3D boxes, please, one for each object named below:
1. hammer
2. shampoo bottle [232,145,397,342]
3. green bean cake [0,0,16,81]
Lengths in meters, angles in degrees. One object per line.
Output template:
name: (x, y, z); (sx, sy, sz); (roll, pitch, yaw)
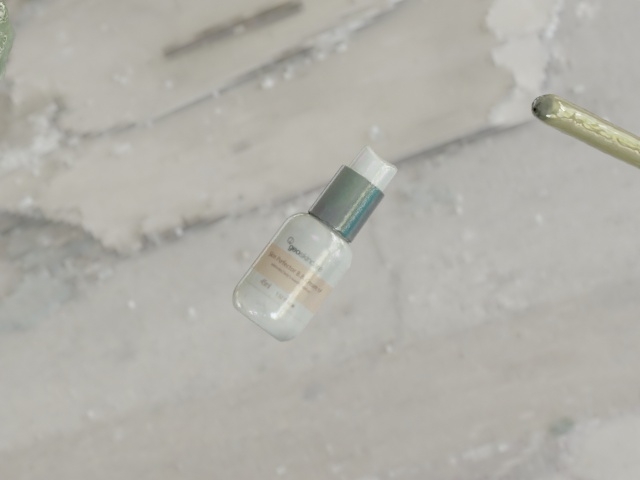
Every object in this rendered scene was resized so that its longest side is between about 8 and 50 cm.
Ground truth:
hammer: (0.141, -0.004, 0.615); (0.028, 0.195, 0.060); (27, 96, 60)
shampoo bottle: (0.000, 0.000, 1.615); (0.192, 0.074, 0.074); (-52, 39, -3)
green bean cake: (-0.270, -0.052, 0.797); (0.125, 0.222, 0.227); (28, 92, 48)
